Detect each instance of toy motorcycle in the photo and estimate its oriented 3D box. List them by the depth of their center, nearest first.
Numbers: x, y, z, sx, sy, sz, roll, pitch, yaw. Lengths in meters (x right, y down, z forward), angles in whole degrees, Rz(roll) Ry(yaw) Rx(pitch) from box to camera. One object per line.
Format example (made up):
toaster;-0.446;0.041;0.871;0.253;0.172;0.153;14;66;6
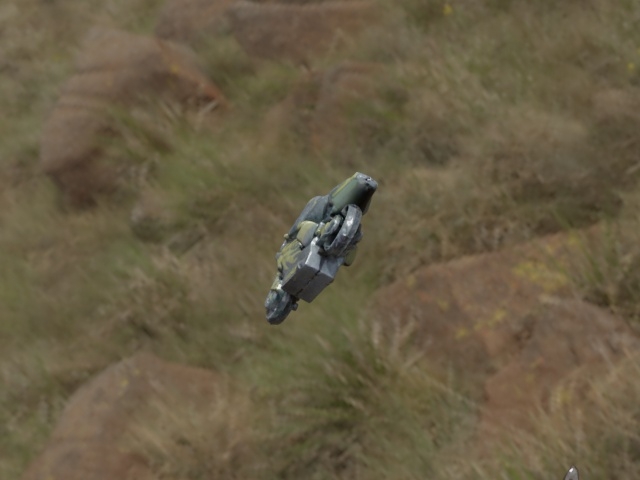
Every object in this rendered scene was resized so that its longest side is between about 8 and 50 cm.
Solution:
toy motorcycle;0.000;0.000;1.328;0.193;0.061;0.124;-50;17;48

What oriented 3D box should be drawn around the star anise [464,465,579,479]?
star anise;0.191;0.382;1.340;0.315;0.315;0.108;-48;5;-19
